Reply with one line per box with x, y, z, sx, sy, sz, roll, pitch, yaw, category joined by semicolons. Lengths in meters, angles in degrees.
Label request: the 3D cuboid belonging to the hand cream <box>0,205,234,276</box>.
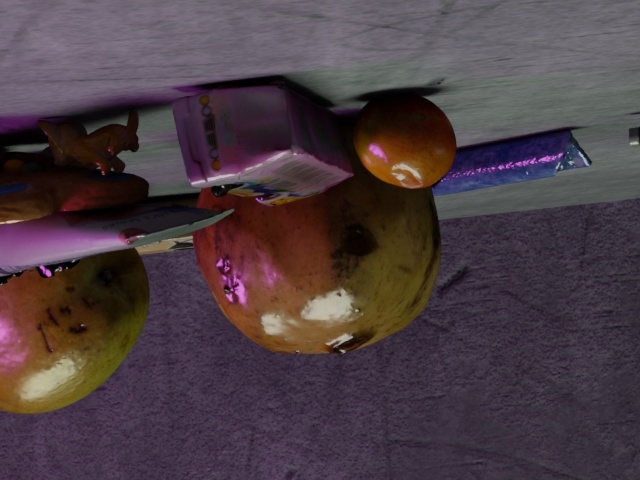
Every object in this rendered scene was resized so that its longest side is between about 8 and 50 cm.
-0.239;-0.010;1.550;0.341;0.078;0.124;-5;-172;43;hand cream

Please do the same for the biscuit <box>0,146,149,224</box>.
-0.320;-0.059;1.598;0.205;0.049;0.324;-11;-169;-29;biscuit

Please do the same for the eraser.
-0.251;-0.019;2.507;0.290;0.087;0.171;-6;176;-13;eraser

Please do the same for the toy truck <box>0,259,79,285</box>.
-0.341;-0.027;1.848;0.127;0.127;0.257;-29;-166;-34;toy truck

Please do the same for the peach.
0.083;-0.100;1.592;0.101;0.101;0.101;-6;177;0;peach

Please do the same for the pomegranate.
0.000;0.000;1.775;0.281;0.281;0.281;-6;177;0;pomegranate

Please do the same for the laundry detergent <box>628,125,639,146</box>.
0.488;-0.139;1.990;0.211;0.063;0.137;-7;-177;19;laundry detergent

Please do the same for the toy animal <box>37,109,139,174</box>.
-0.216;-0.098;1.503;0.083;0.081;0.060;30;-163;16;toy animal

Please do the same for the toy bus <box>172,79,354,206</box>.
-0.051;-0.090;1.514;0.112;0.090;0.274;-14;175;12;toy bus

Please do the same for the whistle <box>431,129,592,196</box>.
0.225;-0.101;2.193;0.304;0.062;0.062;-9;176;40;whistle

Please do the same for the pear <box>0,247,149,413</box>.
-0.385;0.085;2.263;0.304;0.304;0.304;-6;177;0;pear

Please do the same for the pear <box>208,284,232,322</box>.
-0.037;0.027;2.312;0.271;0.271;0.271;-6;177;0;pear
